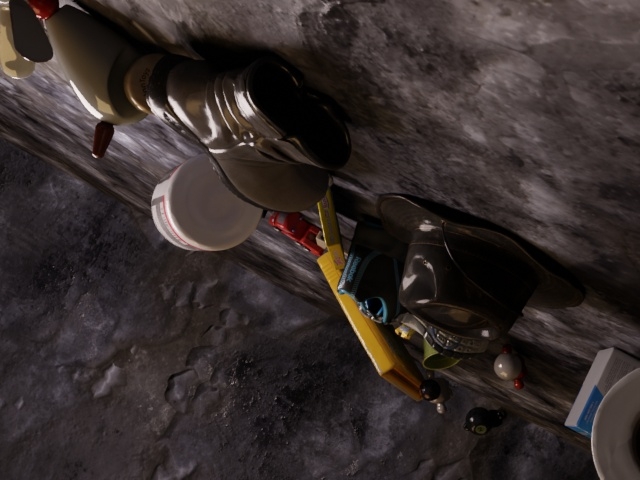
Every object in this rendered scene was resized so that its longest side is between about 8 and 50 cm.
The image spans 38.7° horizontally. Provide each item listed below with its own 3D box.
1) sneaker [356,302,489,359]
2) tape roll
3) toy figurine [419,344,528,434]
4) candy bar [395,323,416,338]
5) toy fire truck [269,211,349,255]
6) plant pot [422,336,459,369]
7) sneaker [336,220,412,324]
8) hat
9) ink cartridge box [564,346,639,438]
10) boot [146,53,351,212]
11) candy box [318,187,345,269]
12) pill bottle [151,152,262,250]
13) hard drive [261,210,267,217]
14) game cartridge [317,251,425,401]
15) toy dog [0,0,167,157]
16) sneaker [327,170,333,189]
[{"bbox_3d":[0.221,0.150,1.926,0.297,0.111,0.129,28,-167,3],"label":"sneaker"},{"bbox_3d":[0.529,0.310,1.326,0.246,0.246,0.169,23,169,30],"label":"tape roll"},{"bbox_3d":[0.337,0.308,2.027,0.210,0.213,0.148,30,-175,25],"label":"toy figurine"},{"bbox_3d":[0.217,0.176,2.000,0.040,0.018,0.161,27,-148,26],"label":"candy bar"},{"bbox_3d":[0.000,0.000,1.846,0.192,0.047,0.135,35,169,-33],"label":"toy fire truck"},{"bbox_3d":[0.254,0.226,1.977,0.083,0.079,0.083,-7,145,-5],"label":"plant pot"},{"bbox_3d":[0.127,0.084,1.630,0.125,0.139,0.341,19,169,37],"label":"sneaker"},{"bbox_3d":[0.202,0.067,1.325,0.331,0.134,0.331,27,172,4],"label":"hat"},{"bbox_3d":[0.533,0.290,1.506,0.203,0.148,0.086,28,170,5],"label":"ink cartridge box"},{"bbox_3d":[-0.044,-0.113,1.149,0.223,0.118,0.338,14,168,42],"label":"boot"},{"bbox_3d":[0.019,-0.020,1.519,0.027,0.105,0.206,-13,167,2],"label":"candy box"},{"bbox_3d":[-0.227,-0.068,1.741,0.176,0.176,0.318,31,171,-15],"label":"pill bottle"},{"bbox_3d":[-0.176,-0.093,1.942,0.135,0.022,0.094,29,171,2],"label":"hard drive"},{"bbox_3d":[0.127,0.200,2.105,0.323,0.053,0.285,62,-171,29],"label":"game cartridge"},{"bbox_3d":[-0.350,-0.235,1.216,0.334,0.161,0.220,30,171,-8],"label":"toy dog"},{"bbox_3d":[-0.064,-0.101,1.379,0.162,0.073,0.063,25,171,21],"label":"sneaker"}]
